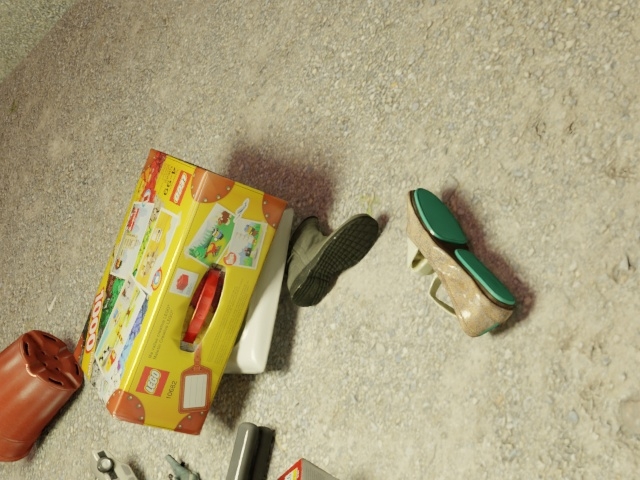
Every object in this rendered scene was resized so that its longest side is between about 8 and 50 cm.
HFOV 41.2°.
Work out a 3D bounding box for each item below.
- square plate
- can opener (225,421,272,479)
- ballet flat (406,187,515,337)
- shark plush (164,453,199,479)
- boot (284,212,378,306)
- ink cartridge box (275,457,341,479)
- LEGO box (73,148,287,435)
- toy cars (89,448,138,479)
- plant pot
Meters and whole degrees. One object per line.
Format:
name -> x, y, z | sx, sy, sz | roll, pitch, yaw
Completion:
square plate -> -0.191, 0.114, 1.820 | 0.347, 0.049, 0.344 | -15, 61, 54
can opener -> -0.169, 0.490, 1.626 | 0.095, 0.076, 0.283 | -4, 67, 46
ballet flat -> 0.203, 0.037, 1.420 | 0.106, 0.107, 0.316 | -55, 38, 25
shark plush -> -0.282, 0.492, 1.758 | 0.073, 0.067, 0.161 | -50, 42, 19
boot -> 0.000, 0.000, 1.682 | 0.246, 0.083, 0.161 | -47, 39, 23
ink cartridge box -> -0.069, 0.558, 1.351 | 0.272, 0.130, 0.309 | -48, 19, 27
LEGO box -> -0.307, 0.091, 1.780 | 0.372, 0.193, 0.500 | 24, 94, 60
toy cars -> -0.377, 0.561, 1.810 | 0.393, 0.087, 0.176 | 15, 119, 52
plant pot -> -0.789, 0.392, 2.245 | 0.265, 0.272, 0.272 | -43, 44, 14
